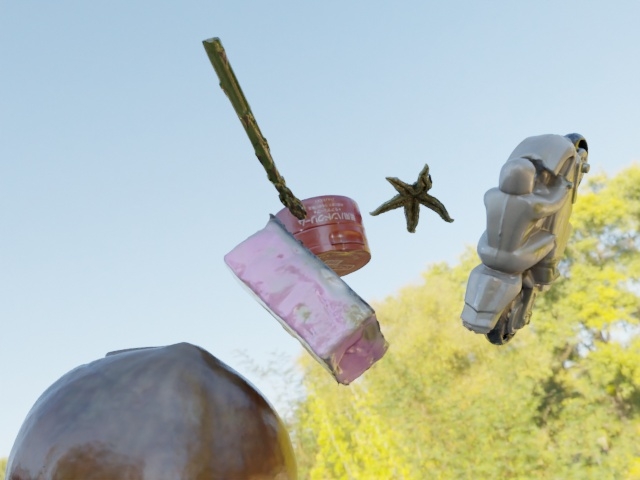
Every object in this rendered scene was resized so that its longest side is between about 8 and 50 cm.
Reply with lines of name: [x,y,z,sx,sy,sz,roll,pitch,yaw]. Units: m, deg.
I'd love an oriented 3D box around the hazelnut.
hazelnut: [-0.231,0.332,0.977,0.409,0.359,0.359,24,-22,5]

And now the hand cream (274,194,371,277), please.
hand cream: [0.000,0.000,1.359,0.193,0.125,0.193,-13,-20,-5]

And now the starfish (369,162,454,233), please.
starfish: [0.185,-0.082,1.462,0.176,0.053,0.208,-15,-46,18]

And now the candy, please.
candy: [-0.021,0.095,1.067,0.116,0.265,0.155,-42,-30,-12]

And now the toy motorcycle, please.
toy motorcycle: [0.288,-0.021,0.941,0.107,0.341,0.223,19,-8,36]

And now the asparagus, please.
asparagus: [-0.074,-0.121,0.790,0.025,0.024,0.248,-20,-63,14]
